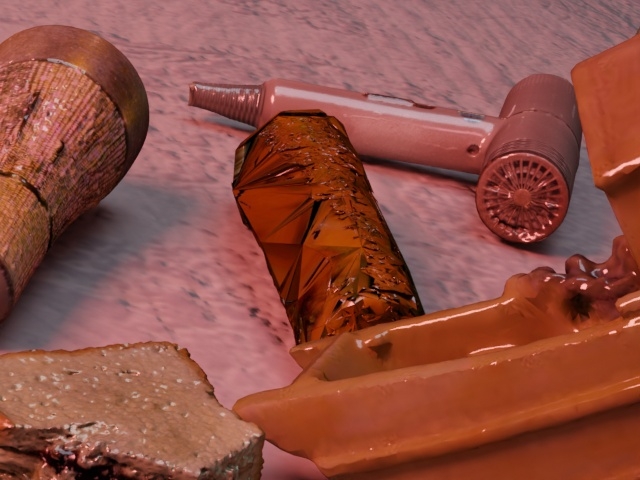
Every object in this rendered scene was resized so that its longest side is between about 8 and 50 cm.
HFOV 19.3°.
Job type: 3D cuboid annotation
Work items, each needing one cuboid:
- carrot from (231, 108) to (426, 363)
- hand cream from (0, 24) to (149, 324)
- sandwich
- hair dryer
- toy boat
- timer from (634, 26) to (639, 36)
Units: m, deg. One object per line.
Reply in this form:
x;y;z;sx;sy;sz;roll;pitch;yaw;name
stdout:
0.001;0.000;0.846;0.069;0.069;0.229;9;22;-16;carrot
-0.129;-0.020;0.802;0.084;0.084;0.203;14;27;-2;hand cream
-0.075;0.070;0.644;0.104;0.036;0.093;1;26;-32;sandwich
0.041;-0.066;1.084;0.220;0.054;0.195;11;19;8;hair dryer
0.175;-0.011;0.619;0.445;0.162;0.136;-25;8;23;toy boat
0.379;-0.201;1.278;0.290;0.315;0.291;13;19;-5;timer
